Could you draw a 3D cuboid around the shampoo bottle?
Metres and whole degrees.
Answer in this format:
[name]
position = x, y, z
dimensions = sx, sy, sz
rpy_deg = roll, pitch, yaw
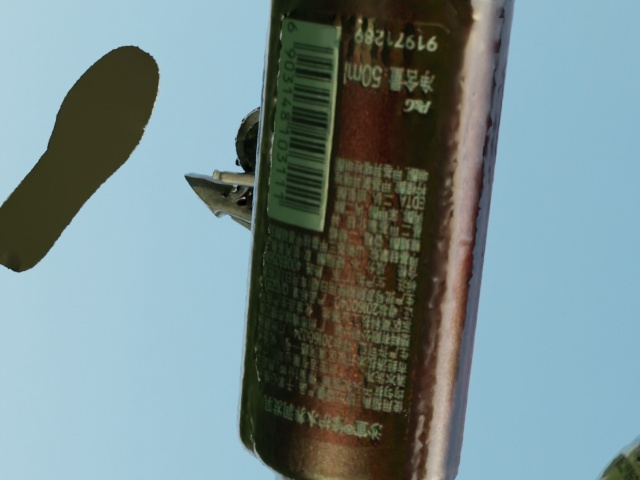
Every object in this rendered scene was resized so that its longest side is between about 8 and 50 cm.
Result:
[shampoo bottle]
position = 0.021, 0.028, 0.712
dimensions = 0.129, 0.084, 0.323
rpy_deg = 10, -76, 24

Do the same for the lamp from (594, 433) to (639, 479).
[lamp]
position = 0.287, 0.193, 1.133
dimensions = 0.250, 0.101, 0.101
rpy_deg = -44, -129, 12

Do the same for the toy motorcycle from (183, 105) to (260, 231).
[toy motorcycle]
position = 0.000, 0.000, 1.501
dimensions = 0.307, 0.108, 0.173
rpy_deg = 47, -67, 1

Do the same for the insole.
[insole]
position = -0.178, -0.059, 1.023
dimensions = 0.188, 0.064, 0.004
rpy_deg = -55, -177, -4
